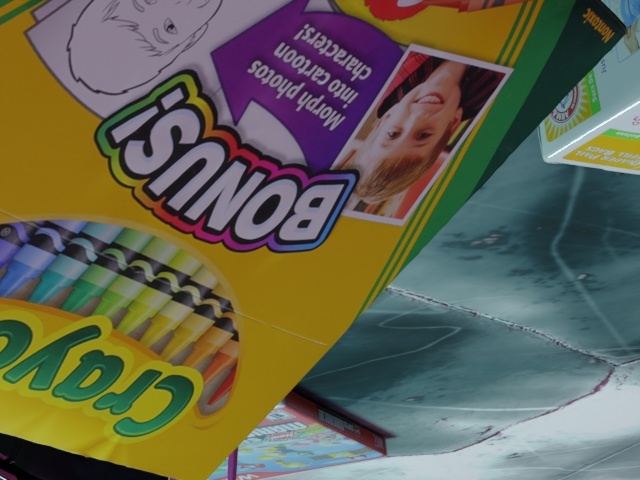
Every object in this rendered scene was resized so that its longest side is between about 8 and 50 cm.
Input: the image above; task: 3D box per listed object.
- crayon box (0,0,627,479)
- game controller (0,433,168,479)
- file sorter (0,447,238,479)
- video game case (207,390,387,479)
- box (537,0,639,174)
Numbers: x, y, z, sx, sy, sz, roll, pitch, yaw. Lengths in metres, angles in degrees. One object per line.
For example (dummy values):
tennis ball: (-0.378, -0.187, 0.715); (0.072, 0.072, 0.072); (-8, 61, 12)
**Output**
crayon box: (-0.068, -0.061, 0.801); (0.313, 0.106, 0.363); (-48, 148, 9)
game controller: (-0.199, 0.041, 1.045); (0.067, 0.319, 0.166); (-43, 139, 0)
file sorter: (-0.230, 0.208, 1.551); (0.290, 0.202, 0.182); (-1, 171, 32)
video game case: (-0.075, 0.202, 1.914); (0.204, 0.025, 0.285); (-12, 160, 20)
box: (0.208, -0.115, 0.957); (0.114, 0.103, 0.203); (7, 158, -30)
